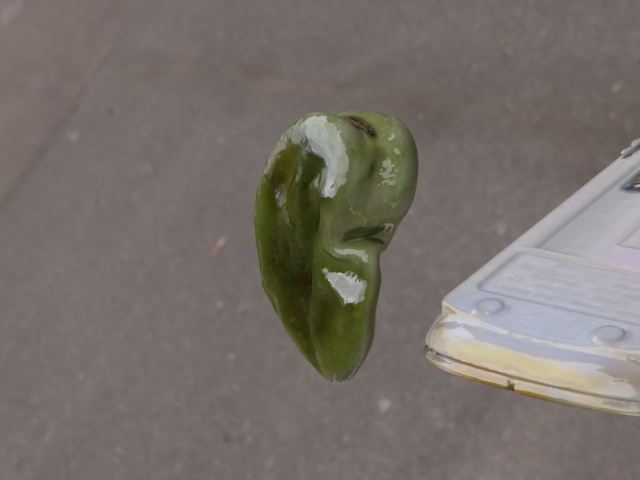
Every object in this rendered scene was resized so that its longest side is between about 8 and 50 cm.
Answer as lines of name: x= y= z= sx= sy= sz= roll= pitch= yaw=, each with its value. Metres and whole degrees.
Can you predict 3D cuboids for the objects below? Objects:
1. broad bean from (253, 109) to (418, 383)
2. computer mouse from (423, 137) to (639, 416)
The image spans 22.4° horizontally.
broad bean: x=0.003 y=0.000 z=1.159 sx=0.153 sy=0.072 sz=0.206 roll=48 pitch=130 yaw=46
computer mouse: x=0.115 y=0.008 z=0.524 sx=0.102 sy=0.044 sz=0.199 roll=11 pitch=32 yaw=36
